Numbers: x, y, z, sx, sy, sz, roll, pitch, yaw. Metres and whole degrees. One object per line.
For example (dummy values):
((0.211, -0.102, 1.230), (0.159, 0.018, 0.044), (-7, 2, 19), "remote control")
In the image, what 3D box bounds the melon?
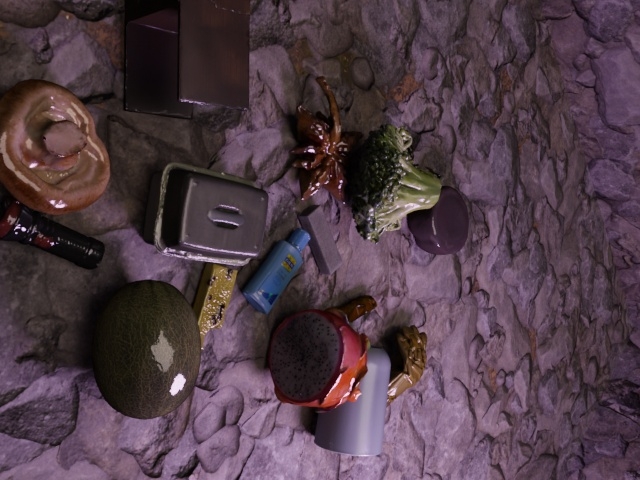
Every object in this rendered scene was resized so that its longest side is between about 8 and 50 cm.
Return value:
((-0.380, 0.236, 1.423), (0.237, 0.237, 0.302), (-2, 93, -44), "melon")

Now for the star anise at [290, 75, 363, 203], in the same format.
((0.017, -0.268, 1.855), (0.292, 0.109, 0.350), (30, 73, -53), "star anise")

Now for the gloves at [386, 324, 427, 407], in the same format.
((0.263, 0.427, 2.120), (0.331, 0.141, 0.154), (-44, 144, -24), "gloves")

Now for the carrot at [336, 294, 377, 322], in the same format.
((0.088, 0.228, 2.002), (0.228, 0.069, 0.069), (-23, 109, -41), "carrot")

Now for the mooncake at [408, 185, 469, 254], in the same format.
((0.413, -0.070, 2.239), (0.245, 0.133, 0.245), (-5, 97, -43), "mooncake")

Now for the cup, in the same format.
((0.103, 0.470, 1.933), (0.205, 0.205, 0.312), (13, 84, -44), "cup")

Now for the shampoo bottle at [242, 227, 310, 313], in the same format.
((-0.113, 0.074, 1.791), (0.104, 0.061, 0.258), (53, 59, -34), "shampoo bottle")

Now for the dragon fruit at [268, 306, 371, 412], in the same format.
((0.013, 0.331, 1.789), (0.189, 0.290, 0.291), (18, 81, -49), "dragon fruit")

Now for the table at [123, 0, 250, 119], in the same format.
((-0.297, -0.430, 1.442), (0.196, 0.250, 0.282), (-1, 93, -44), "table")

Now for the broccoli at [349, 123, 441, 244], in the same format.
((0.196, -0.165, 1.929), (0.272, 0.324, 0.334), (33, 45, -19), "broccoli")

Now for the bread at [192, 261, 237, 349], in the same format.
((-0.282, 0.172, 1.644), (0.088, 0.049, 0.226), (22, 79, -43), "bread")

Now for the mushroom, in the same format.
((-0.544, -0.186, 1.295), (0.278, 0.146, 0.278), (22, 64, -55), "mushroom")

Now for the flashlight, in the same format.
((-0.559, -0.005, 1.335), (0.232, 0.093, 0.093), (33, 71, -41), "flashlight")

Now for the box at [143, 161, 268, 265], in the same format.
((-0.270, -0.059, 1.555), (0.290, 0.166, 0.221), (10, 87, -43), "box")

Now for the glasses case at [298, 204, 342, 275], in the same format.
((0.000, 0.000, 1.905), (0.071, 0.047, 0.205), (-42, 120, -39), "glasses case")
